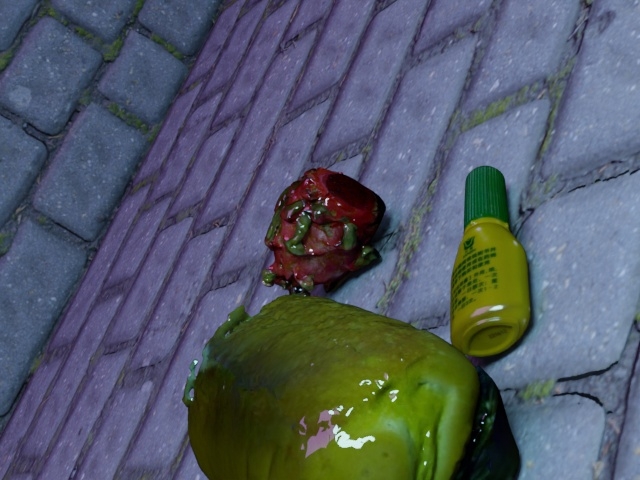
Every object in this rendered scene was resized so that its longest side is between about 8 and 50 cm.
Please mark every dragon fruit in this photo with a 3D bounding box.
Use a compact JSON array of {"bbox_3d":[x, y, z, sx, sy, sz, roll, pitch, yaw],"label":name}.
[{"bbox_3d":[0.000,0.000,1.485,0.166,0.160,0.172,50,127,31],"label":"dragon fruit"}]

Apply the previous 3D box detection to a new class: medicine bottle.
[{"bbox_3d":[0.181,0.012,1.177,0.095,0.064,0.260,-39,28,33],"label":"medicine bottle"}]

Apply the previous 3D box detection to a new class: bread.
[{"bbox_3d":[0.014,0.178,1.066,0.251,0.208,0.376,-38,21,-15],"label":"bread"}]
